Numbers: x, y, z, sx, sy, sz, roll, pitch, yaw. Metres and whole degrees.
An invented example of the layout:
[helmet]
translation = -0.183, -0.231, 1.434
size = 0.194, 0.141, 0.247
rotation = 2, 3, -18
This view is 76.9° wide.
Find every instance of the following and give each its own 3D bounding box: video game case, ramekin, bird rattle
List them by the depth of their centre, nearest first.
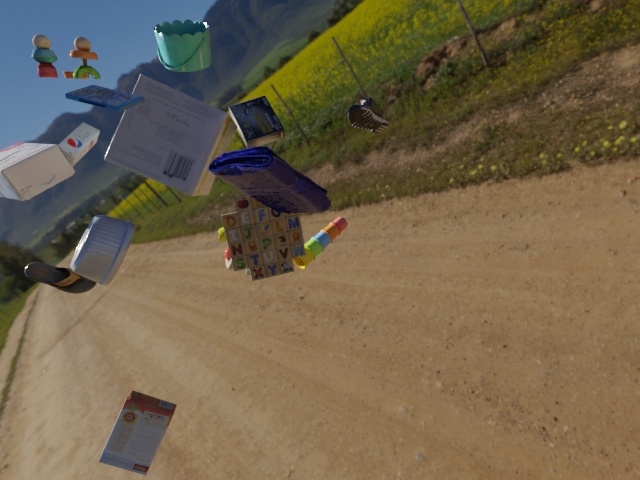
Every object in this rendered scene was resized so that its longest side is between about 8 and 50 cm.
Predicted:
[video game case]
translation = -0.614, -0.410, 1.156
size = 0.167, 0.015, 0.119
rotation = 15, 34, 5
[ramekin]
translation = -0.649, 0.021, 1.197
size = 0.207, 0.109, 0.207
rotation = -34, 42, 38
[bird rattle]
translation = -0.370, 0.033, 1.804
size = 0.253, 0.143, 0.206
rotation = 30, 106, 58

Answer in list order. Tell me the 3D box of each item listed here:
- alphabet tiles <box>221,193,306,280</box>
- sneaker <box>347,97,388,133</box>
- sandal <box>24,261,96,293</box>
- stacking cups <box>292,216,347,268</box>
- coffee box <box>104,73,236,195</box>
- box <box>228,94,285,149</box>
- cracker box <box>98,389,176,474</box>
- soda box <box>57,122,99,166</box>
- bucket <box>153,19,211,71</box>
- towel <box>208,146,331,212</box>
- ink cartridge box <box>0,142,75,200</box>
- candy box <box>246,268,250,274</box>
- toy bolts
[alphabet tiles]
translation = -0.208, -0.017, 1.523
size = 0.285, 0.342, 0.011
rotation = -12, 21, -10
[sneaker]
translation = 0.197, -0.605, 1.872
size = 0.106, 0.162, 0.281
rotation = -30, -21, 32
[sandal]
translation = -0.902, 0.122, 1.409
size = 0.060, 0.219, 0.089
rotation = -36, 38, 41
[stacking cups]
translation = 0.000, 0.000, 1.894
size = 0.316, 0.096, 0.096
rotation = -43, 22, -28
[coffee box]
translation = -0.566, -0.396, 1.609
size = 0.334, 0.338, 0.338
rotation = -121, 56, -81
[box]
translation = -0.289, -0.539, 1.829
size = 0.183, 0.231, 0.056
rotation = -21, -24, -15
[cracker box]
translation = -0.588, 0.621, 1.303
size = 0.232, 0.156, 0.067
rotation = -64, 12, 5
[soda box]
translation = -0.988, -0.390, 1.639
size = 0.069, 0.074, 0.216
rotation = -48, 24, 36
[bucket]
translation = -0.688, -0.986, 2.041
size = 0.282, 0.183, 0.281
rotation = 0, 41, 0
[towel]
translation = -0.130, -0.165, 1.145
size = 0.228, 0.308, 0.076
rotation = 4, 74, 33
[ink cartridge box]
translation = -1.044, -0.247, 1.408
size = 0.283, 0.117, 0.207
rotation = 9, 41, 30
[candy box]
translation = -0.307, 0.065, 1.949
size = 0.105, 0.205, 0.027
rotation = 0, -2, 18
[toy bolts]
translation = -1.056, -0.752, 1.658
size = 0.229, 0.158, 0.218
rotation = -15, 26, -38
